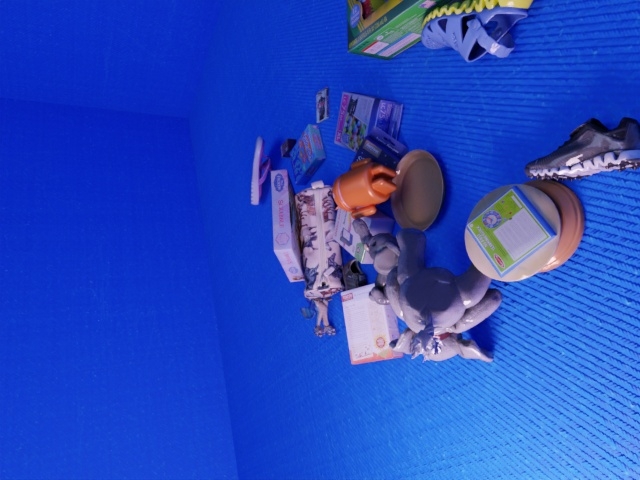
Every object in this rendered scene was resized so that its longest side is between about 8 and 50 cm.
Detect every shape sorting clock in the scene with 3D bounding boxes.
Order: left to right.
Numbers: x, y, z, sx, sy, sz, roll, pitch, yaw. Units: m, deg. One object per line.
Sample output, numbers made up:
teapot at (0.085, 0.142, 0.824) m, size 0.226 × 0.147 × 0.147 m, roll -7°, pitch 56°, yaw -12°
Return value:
shape sorting clock at (0.396, -0.017, 1.049) m, size 0.206 × 0.040 × 0.206 m, roll -15°, pitch 67°, yaw 40°

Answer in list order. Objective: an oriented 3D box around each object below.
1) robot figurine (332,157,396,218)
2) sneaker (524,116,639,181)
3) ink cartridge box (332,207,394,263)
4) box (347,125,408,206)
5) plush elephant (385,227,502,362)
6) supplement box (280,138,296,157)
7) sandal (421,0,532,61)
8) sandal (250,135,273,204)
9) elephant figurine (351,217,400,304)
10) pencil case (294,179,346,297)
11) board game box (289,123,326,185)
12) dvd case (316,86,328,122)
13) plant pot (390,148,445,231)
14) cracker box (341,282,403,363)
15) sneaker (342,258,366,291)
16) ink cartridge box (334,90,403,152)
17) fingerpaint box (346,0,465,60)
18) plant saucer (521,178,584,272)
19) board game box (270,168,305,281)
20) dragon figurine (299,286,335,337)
robot figurine at (0.125, -0.157, 1.515) m, size 0.220 × 0.128 × 0.158 m, roll -17°, pitch 103°, yaw 45°
sneaker at (0.497, -0.173, 0.953) m, size 0.234 × 0.078 × 0.106 m, roll -5°, pitch 83°, yaw 59°
ink cartridge box at (0.134, -0.037, 1.637) m, size 0.212 × 0.093 × 0.154 m, roll -134°, pitch 50°, yaw -56°
box at (0.166, -0.228, 1.562) m, size 0.136 × 0.036 × 0.225 m, roll 37°, pitch 131°, yaw 12°
plush elephant at (0.288, 0.177, 1.209) m, size 0.255 × 0.272 × 0.329 m, roll 68°, pitch -142°, yaw -53°
supplement box at (-0.140, -0.408, 2.222) m, size 0.083 × 0.043 × 0.054 m, roll -32°, pitch 62°, yaw 60°
sandal at (0.352, -0.490, 1.190) m, size 0.317 × 0.126 × 0.138 m, roll -160°, pitch 68°, yaw -63°
sandal at (-0.280, -0.341, 2.448) m, size 0.416 × 0.103 × 0.169 m, roll 106°, pitch 166°, yaw -53°
elephant figurine at (0.199, 0.053, 1.422) m, size 0.169 × 0.186 × 0.239 m, roll -122°, pitch 27°, yaw -81°
pencil case at (0.000, 0.000, 1.818) m, size 0.183 × 0.160 × 0.409 m, roll 137°, pitch 129°, yaw -72°
board game box at (-0.056, -0.347, 2.054) m, size 0.210 × 0.047 × 0.160 m, roll -46°, pitch 50°, yaw 52°
dvd case at (0.007, -0.529, 1.969) m, size 0.087 × 0.013 × 0.119 m, roll -3°, pitch 87°, yaw 63°
plant pot at (0.278, -0.138, 1.422) m, size 0.236 × 0.033 × 0.236 m, roll 1°, pitch 91°, yaw 64°
cracker box at (0.158, 0.257, 1.562) m, size 0.156 × 0.067 × 0.232 m, roll -20°, pitch 72°, yaw 37°
sneaker at (0.121, 0.147, 1.687) m, size 0.071 × 0.066 × 0.188 m, roll -58°, pitch 41°, yaw 44°
ink cartridge box at (0.149, -0.378, 1.645) m, size 0.311 × 0.065 × 0.185 m, roll 38°, pitch 123°, yaw 55°
fingerpaint box at (0.240, -0.753, 1.353) m, size 0.445 × 0.163 × 0.370 m, roll -3°, pitch 88°, yaw 63°
plant saucer at (0.445, -0.033, 1.053) m, size 0.200 × 0.037 × 0.199 m, roll -15°, pitch 71°, yaw 53°
board game box at (-0.117, -0.047, 1.867) m, size 0.318 × 0.066 × 0.317 m, roll 73°, pitch -168°, yaw -66°
dragon figurine at (-0.024, 0.258, 1.949) m, size 0.289 × 0.085 × 0.143 m, roll 44°, pitch 128°, yaw 53°
